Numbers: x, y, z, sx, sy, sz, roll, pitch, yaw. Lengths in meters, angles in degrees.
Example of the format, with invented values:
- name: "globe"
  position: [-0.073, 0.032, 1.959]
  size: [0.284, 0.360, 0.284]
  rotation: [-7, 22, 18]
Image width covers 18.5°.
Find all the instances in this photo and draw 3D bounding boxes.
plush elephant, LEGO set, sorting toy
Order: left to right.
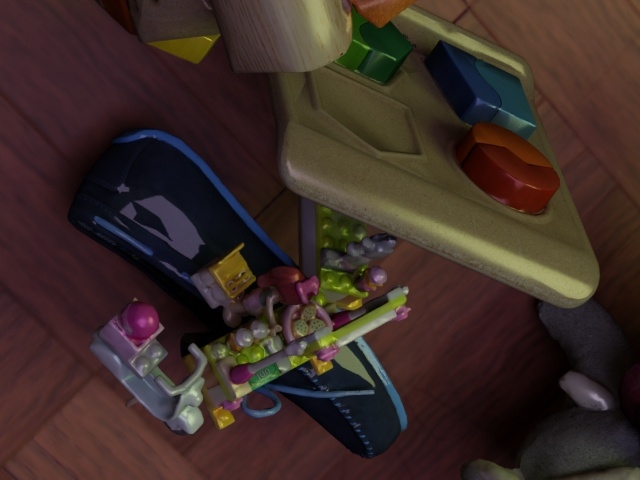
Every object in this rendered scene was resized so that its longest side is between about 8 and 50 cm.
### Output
- name: "LEGO set"
  position: [0.000, 0.000, 1.123]
  size: [0.132, 0.107, 0.287]
  rotation: [45, 53, -13]
- name: "sorting toy"
  position: [0.021, -0.095, 1.130]
  size: [0.307, 0.229, 0.041]
  rotation: [23, 123, -22]
- name: "plush elephant"
  position: [0.235, 0.118, 1.259]
  size: [0.255, 0.272, 0.330]
  rotation: [-3, 70, 18]

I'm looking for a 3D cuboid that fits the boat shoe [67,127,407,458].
- name: "boat shoe"
  position: [-0.057, 0.049, 1.208]
  size: [0.258, 0.109, 0.089]
  rotation: [46, 68, -9]

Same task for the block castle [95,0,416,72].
- name: "block castle"
  position: [-0.008, -0.271, 0.948]
  size: [0.303, 0.453, 0.213]
  rotation: [-22, 117, -10]
